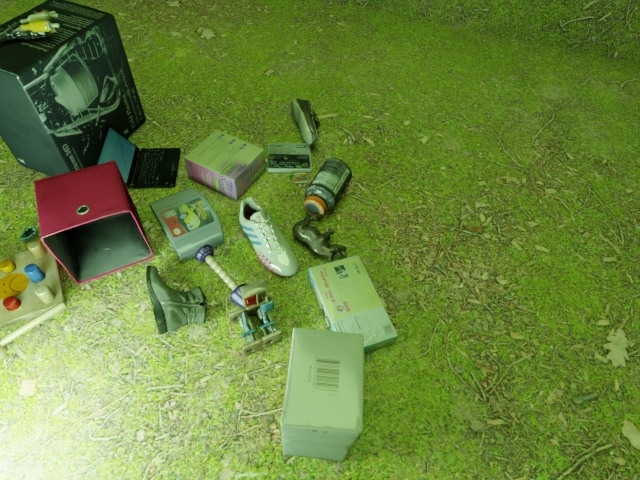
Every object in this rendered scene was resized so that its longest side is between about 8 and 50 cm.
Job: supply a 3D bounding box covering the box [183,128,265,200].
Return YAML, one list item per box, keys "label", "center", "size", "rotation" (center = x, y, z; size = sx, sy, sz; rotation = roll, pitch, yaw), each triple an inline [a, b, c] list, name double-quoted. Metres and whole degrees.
- label: "box"
  center: [-0.382, -0.310, 1.632]
  size: [0.242, 0.117, 0.214]
  rotation: [24, 54, 14]

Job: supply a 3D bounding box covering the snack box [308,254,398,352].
- label: "snack box"
  center: [0.097, 0.208, 1.314]
  size: [0.186, 0.060, 0.322]
  rotation: [-13, 55, -15]

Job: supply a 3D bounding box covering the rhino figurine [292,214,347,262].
- label: "rhino figurine"
  center: [0.000, 0.000, 1.457]
  size: [0.243, 0.073, 0.106]
  rotation: [37, 54, 21]

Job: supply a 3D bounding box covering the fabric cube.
- label: "fabric cube"
  center: [-0.738, -0.063, 1.323]
  size: [0.253, 0.259, 0.258]
  rotation: [-21, 56, -18]

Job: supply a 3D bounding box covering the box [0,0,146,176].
- label: "box"
  center: [-0.986, -0.569, 1.546]
  size: [0.297, 0.480, 0.472]
  rotation: [20, 54, 9]

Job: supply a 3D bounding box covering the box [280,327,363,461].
- label: "box"
  center: [-0.001, 0.390, 0.987]
  size: [0.168, 0.346, 0.215]
  rotation: [5, 52, 0]

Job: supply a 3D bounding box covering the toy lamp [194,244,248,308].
- label: "toy lamp"
  center: [-0.313, 0.125, 1.334]
  size: [0.080, 0.080, 0.274]
  rotation: [-35, 60, -27]

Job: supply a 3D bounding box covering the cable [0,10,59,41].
- label: "cable"
  center: [-0.991, -0.687, 1.289]
  size: [0.287, 0.072, 0.140]
  rotation: [-20, 53, -20]

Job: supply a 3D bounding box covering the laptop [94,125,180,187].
- label: "laptop"
  center: [-0.720, -0.339, 1.611]
  size: [0.264, 0.137, 0.235]
  rotation: [-2, 54, -7]

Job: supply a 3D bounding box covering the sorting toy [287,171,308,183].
- label: "sorting toy"
  center: [-0.097, -0.264, 1.686]
  size: [0.083, 0.012, 0.062]
  rotation: [-5, 54, -9]

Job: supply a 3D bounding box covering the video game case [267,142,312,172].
- label: "video game case"
  center: [-0.136, -0.362, 1.753]
  size: [0.190, 0.022, 0.173]
  rotation: [-1, 52, -7]

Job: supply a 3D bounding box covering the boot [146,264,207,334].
- label: "boot"
  center: [-0.461, 0.176, 1.290]
  size: [0.161, 0.083, 0.247]
  rotation: [-14, 61, -24]

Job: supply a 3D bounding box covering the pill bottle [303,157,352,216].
- label: "pill bottle"
  center: [0.022, -0.203, 1.577]
  size: [0.130, 0.131, 0.246]
  rotation: [22, 54, 12]

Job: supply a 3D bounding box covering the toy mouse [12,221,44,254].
- label: "toy mouse"
  center: [-0.983, -0.020, 1.409]
  size: [0.160, 0.031, 0.143]
  rotation: [-17, 56, -15]

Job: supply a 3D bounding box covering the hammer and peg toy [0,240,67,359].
- label: "hammer and peg toy"
  center: [-0.908, 0.182, 1.205]
  size: [0.265, 0.127, 0.361]
  rotation: [-21, 57, -22]

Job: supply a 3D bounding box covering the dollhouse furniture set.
- label: "dollhouse furniture set"
  center: [-0.200, 0.232, 1.191]
  size: [0.128, 0.184, 0.129]
  rotation: [-21, 57, -19]

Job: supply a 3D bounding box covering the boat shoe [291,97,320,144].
- label: "boat shoe"
  center: [-0.055, -0.555, 1.846]
  size: [0.096, 0.117, 0.325]
  rotation: [-11, 46, -12]

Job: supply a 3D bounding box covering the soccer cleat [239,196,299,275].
- label: "soccer cleat"
  center: [-0.192, -0.017, 1.408]
  size: [0.116, 0.143, 0.331]
  rotation: [-29, 61, -24]

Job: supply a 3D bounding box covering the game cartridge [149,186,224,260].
- label: "game cartridge"
  center: [-0.485, -0.074, 1.484]
  size: [0.195, 0.060, 0.294]
  rotation: [-25, 59, -27]
